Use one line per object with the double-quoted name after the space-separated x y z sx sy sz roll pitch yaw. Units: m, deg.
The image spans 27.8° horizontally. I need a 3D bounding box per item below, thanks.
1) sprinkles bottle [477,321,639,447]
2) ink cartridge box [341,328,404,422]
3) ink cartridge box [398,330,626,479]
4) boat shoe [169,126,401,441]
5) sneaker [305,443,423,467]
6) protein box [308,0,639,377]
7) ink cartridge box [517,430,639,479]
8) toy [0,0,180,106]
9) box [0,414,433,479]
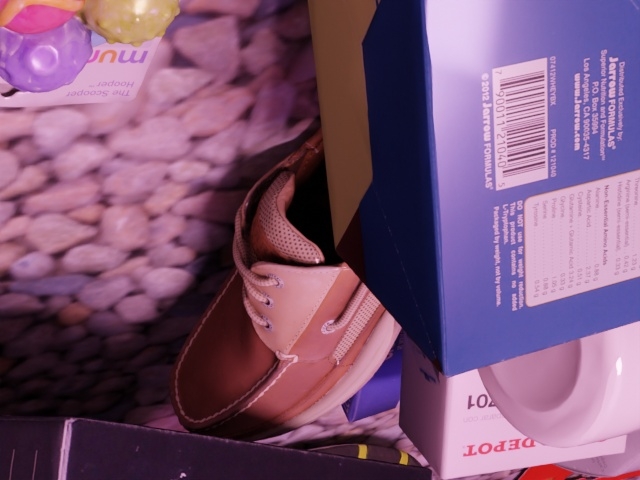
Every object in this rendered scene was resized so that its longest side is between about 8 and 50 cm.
0.259 0.028 0.761 0.355 0.121 0.121 -8 149 -31 "sprinkles bottle"
0.115 0.047 0.967 0.311 0.065 0.186 -14 151 -12 "ink cartridge box"
0.131 0.047 0.843 0.140 0.082 0.190 -5 110 -18 "ink cartridge box"
0.000 0.000 0.750 0.116 0.123 0.324 15 127 -42 "boat shoe"
-0.074 0.272 1.180 0.385 0.145 0.147 -12 -179 -24 "sneaker"
0.113 -0.078 0.573 0.201 0.136 0.200 -15 119 -16 "protein box"
0.410 0.230 1.471 0.308 0.091 0.385 -6 147 -28 "ink cartridge box"
-0.099 -0.113 0.528 0.137 0.056 0.237 -3 146 -30 "toy"
-0.151 0.208 0.794 0.312 0.179 0.343 -6 164 34 "box"
